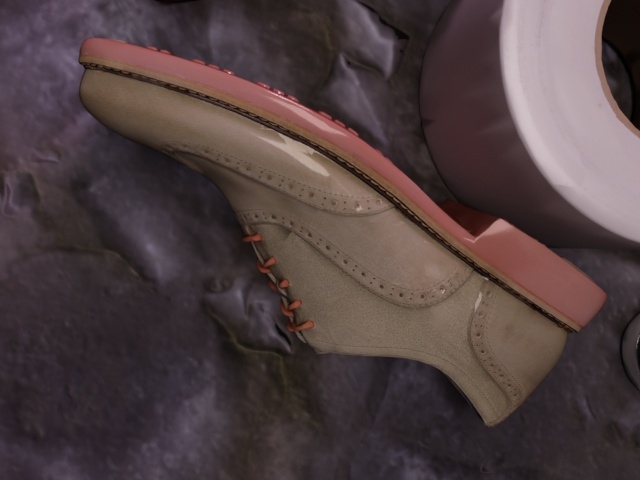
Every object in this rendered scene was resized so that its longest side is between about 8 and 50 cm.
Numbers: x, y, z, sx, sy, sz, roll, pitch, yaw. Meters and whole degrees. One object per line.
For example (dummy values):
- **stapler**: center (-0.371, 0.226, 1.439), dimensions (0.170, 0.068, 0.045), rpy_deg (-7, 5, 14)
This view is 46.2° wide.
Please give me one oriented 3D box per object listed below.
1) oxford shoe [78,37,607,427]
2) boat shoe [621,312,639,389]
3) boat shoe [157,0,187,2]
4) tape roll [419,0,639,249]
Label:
- **oxford shoe**: center (0.000, 0.000, 0.512), dimensions (0.397, 0.140, 0.146), rpy_deg (29, 94, -5)
- **boat shoe**: center (0.397, 0.062, 0.595), dimensions (0.303, 0.091, 0.114), rpy_deg (-23, 94, -8)
- **boat shoe**: center (0.013, -0.257, 0.523), dimensions (0.308, 0.111, 0.104), rpy_deg (-15, 94, -9)
- **tape roll**: center (0.209, -0.114, 0.527), dimensions (0.246, 0.169, 0.246), rpy_deg (0, 91, -9)
